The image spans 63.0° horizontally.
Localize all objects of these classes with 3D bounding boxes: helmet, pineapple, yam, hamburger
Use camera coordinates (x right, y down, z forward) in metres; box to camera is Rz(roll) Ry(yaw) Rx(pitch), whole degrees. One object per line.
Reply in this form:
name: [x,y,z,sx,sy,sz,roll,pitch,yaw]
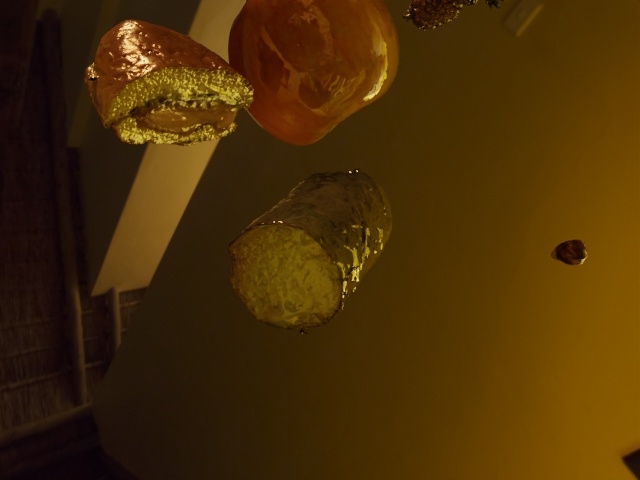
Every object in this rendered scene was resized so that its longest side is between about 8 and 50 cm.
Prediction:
helmet: [0.773,0.048,1.599,0.111,0.089,0.057,-2,-136,-15]
pineapple: [0.284,-0.510,1.111,0.103,0.222,0.083,44,-150,-70]
yam: [0.000,0.000,0.878,0.195,0.195,0.300,38,-144,3]
hamburger: [-0.286,-0.284,0.912,0.209,0.162,0.330,42,-150,13]

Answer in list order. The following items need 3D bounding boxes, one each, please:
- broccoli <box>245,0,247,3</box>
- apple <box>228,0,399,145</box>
broccoli: [-0.139,-0.655,1.472,0.138,0.145,0.162,-30,-120,-29]
apple: [-0.020,-0.420,1.167,0.346,0.392,0.391,54,-146,-15]
